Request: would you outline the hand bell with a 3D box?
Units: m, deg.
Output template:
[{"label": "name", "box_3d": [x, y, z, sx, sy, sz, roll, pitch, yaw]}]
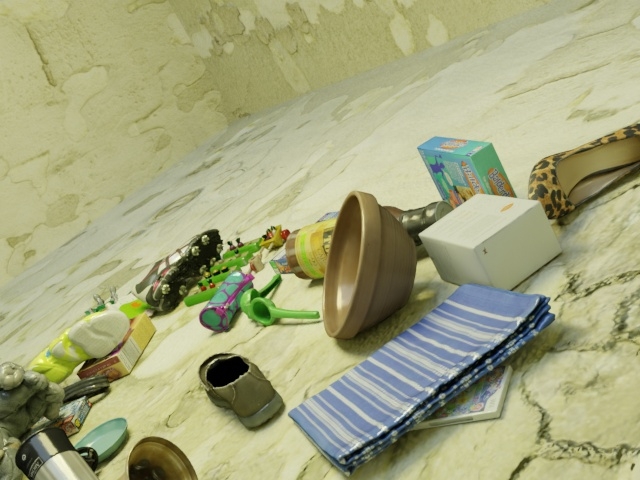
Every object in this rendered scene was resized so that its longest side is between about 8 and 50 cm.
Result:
[{"label": "hand bell", "box_3d": [-0.291, 0.373, 1.083, 0.242, 0.126, 0.126, -34, 15, 23]}]

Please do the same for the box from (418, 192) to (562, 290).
[{"label": "box", "box_3d": [0.256, 0.003, 1.228, 0.130, 0.091, 0.170, -33, 18, -13]}]

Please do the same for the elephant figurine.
[{"label": "elephant figurine", "box_3d": [-0.583, 0.349, 1.441, 0.186, 0.169, 0.239, -42, 23, 60]}]

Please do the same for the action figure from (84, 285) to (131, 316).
[{"label": "action figure", "box_3d": [-0.543, 0.181, 2.038, 0.137, 0.063, 0.232, -28, 21, -7]}]

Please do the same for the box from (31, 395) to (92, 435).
[{"label": "box", "box_3d": [-0.516, 0.361, 1.548, 0.137, 0.027, 0.094, -27, 17, 10]}]

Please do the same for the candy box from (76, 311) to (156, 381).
[{"label": "candy box", "box_3d": [-0.437, 0.237, 1.725, 0.109, 0.053, 0.186, -24, 17, 17]}]

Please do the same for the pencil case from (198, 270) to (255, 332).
[{"label": "pencil case", "box_3d": [-0.188, 0.123, 1.632, 0.070, 0.064, 0.151, -38, 12, 31]}]

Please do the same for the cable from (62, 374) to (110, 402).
[{"label": "cable", "box_3d": [-0.556, 0.344, 1.627, 0.287, 0.072, 0.139, -12, -23, 1]}]

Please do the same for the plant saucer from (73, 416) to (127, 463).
[{"label": "plant saucer", "box_3d": [-0.377, 0.350, 1.371, 0.119, 0.021, 0.119, -27, 18, 9]}]

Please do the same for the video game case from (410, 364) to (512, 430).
[{"label": "video game case", "box_3d": [0.169, 0.192, 0.977, 0.122, 0.011, 0.087, -18, 21, 32]}]

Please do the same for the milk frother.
[{"label": "milk frother", "box_3d": [-0.369, 0.365, 1.215, 0.143, 0.129, 0.135, -8, 36, -46]}]

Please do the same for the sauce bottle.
[{"label": "sauce bottle", "box_3d": [0.088, -0.005, 1.479, 0.344, 0.111, 0.111, -16, 22, 40]}]

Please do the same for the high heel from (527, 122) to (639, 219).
[{"label": "high heel", "box_3d": [0.438, -0.115, 1.256, 0.186, 0.093, 0.261, -21, 10, 44]}]

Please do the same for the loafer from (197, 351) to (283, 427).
[{"label": "loafer", "box_3d": [-0.137, 0.213, 1.267, 0.094, 0.087, 0.251, -36, 19, -20]}]

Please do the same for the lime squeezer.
[{"label": "lime squeezer", "box_3d": [-0.092, 0.125, 1.527, 0.110, 0.058, 0.310, -2, 10, -16]}]

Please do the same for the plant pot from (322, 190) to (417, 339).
[{"label": "plant pot", "box_3d": [0.083, 0.046, 1.273, 0.110, 0.237, 0.237, 10, 14, -10]}]

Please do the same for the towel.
[{"label": "towel", "box_3d": [0.123, 0.162, 1.057, 0.336, 0.040, 0.243, -34, 12, -12]}]

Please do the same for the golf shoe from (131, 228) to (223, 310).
[{"label": "golf shoe", "box_3d": [-0.343, 0.055, 1.942, 0.120, 0.105, 0.273, 8, 38, 33]}]

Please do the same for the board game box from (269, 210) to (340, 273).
[{"label": "board game box", "box_3d": [0.000, 0.000, 1.727, 0.201, 0.035, 0.136, -41, 21, -32]}]

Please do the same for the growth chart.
[{"label": "growth chart", "box_3d": [-0.410, 0.131, 1.970, 0.237, 0.021, 0.172, -36, 34, -32]}]

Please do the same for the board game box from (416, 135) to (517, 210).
[{"label": "board game box", "box_3d": [0.260, -0.097, 1.388, 0.047, 0.160, 0.210, -32, 18, -9]}]

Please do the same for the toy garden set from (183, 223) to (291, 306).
[{"label": "toy garden set", "box_3d": [-0.194, 0.046, 1.876, 0.204, 0.049, 0.244, -19, 20, 30]}]

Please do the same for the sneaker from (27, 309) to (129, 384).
[{"label": "sneaker", "box_3d": [-0.505, 0.210, 1.675, 0.240, 0.091, 0.126, -32, 17, -1]}]
